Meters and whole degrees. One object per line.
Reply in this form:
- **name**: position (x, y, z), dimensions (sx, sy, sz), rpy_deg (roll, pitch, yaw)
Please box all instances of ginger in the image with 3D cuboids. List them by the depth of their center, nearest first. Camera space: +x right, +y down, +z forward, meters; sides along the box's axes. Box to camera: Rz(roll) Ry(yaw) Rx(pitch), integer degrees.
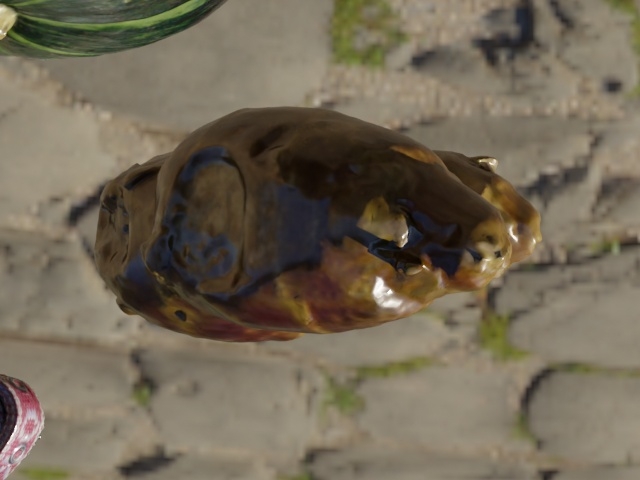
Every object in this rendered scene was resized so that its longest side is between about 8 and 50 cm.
- **ginger**: position (0.002, 0.000, 1.364), dimensions (0.274, 0.152, 0.357), rpy_deg (11, 170, -23)

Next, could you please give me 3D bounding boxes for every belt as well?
- **belt**: position (-0.269, 0.193, 1.304), dimensions (0.071, 0.232, 0.053), rpy_deg (30, -179, 18)

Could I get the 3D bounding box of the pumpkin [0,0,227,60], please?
- **pumpkin**: position (-0.171, -0.224, 1.018), dimensions (0.323, 0.241, 0.323), rpy_deg (12, 169, 2)
